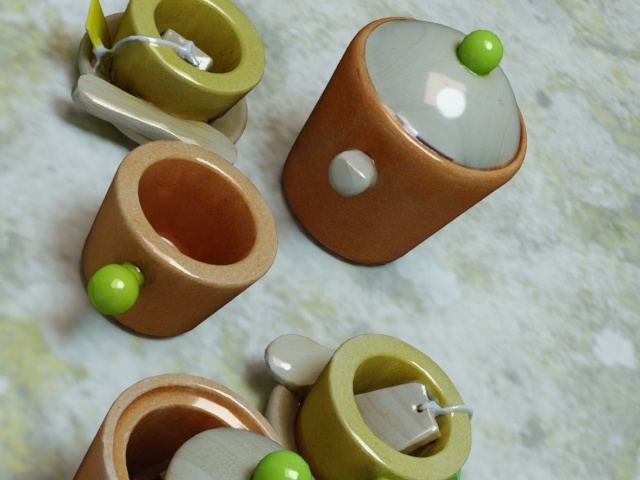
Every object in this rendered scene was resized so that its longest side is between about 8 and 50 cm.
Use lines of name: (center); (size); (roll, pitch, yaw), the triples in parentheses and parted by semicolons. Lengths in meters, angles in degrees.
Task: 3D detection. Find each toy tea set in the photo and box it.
toy tea set: (0.000, 0.000, 0.615); (0.200, 0.124, 0.336); (21, 44, -23)
